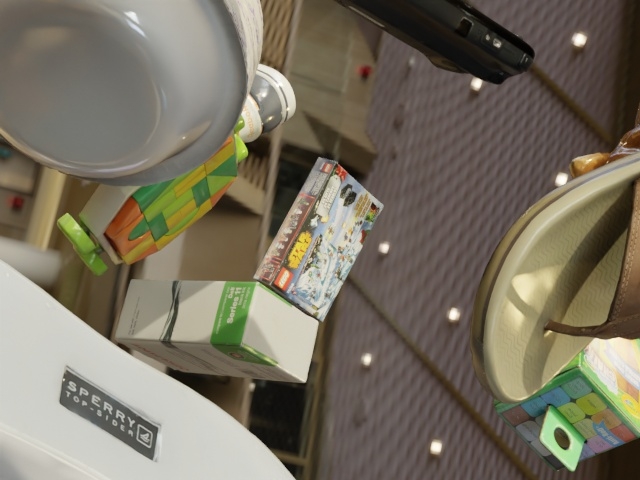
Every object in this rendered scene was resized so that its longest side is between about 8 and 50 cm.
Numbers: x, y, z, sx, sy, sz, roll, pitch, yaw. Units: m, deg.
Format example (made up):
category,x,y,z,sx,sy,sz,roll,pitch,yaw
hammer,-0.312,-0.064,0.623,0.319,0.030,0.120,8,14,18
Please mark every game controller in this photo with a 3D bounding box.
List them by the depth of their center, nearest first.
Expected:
category,x,y,z,sx,sy,sz,roll,pitch,yaw
game controller,0.089,-0.257,1.216,0.166,0.319,0.067,32,-83,52

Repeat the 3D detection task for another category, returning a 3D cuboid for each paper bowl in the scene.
category,x,y,z,sx,sy,sz,roll,pitch,yaw
paper bowl,-0.201,-0.171,1.005,0.284,0.284,0.148,-57,-166,39

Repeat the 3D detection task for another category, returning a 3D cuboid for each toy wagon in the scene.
category,x,y,z,sx,sy,sz,roll,pitch,yaw
toy wagon,-0.207,-0.075,1.414,0.267,0.068,0.344,-41,171,-11

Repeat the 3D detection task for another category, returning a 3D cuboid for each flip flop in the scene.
category,x,y,z,sx,sy,sz,roll,pitch,yaw
flip flop,0.209,0.005,0.668,0.277,0.112,0.080,-30,-145,-7

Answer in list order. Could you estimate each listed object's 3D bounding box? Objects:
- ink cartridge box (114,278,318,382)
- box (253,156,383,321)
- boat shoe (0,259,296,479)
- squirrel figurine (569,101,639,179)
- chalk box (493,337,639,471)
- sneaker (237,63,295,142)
category,x,y,z,sx,sy,sz,roll,pitch,yaw
ink cartridge box,-0.132,0.114,1.413,0.208,0.153,0.087,0,-112,32
box,0.000,0.000,1.097,0.027,0.094,0.137,19,-104,42
boat shoe,-0.137,0.154,0.597,0.156,0.367,0.136,-31,-144,24
squirrel figurine,0.465,-0.155,1.295,0.370,0.281,0.397,-42,168,-17
chalk box,0.306,0.181,1.363,0.132,0.132,0.213,-32,-157,32
sneaker,-0.195,-0.224,1.683,0.321,0.127,0.126,18,-48,40
